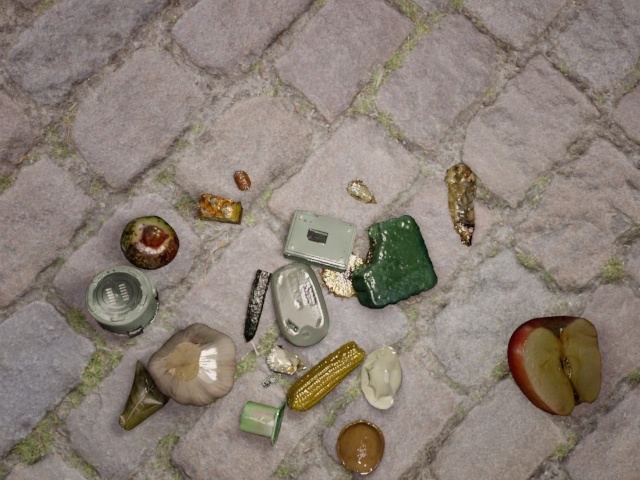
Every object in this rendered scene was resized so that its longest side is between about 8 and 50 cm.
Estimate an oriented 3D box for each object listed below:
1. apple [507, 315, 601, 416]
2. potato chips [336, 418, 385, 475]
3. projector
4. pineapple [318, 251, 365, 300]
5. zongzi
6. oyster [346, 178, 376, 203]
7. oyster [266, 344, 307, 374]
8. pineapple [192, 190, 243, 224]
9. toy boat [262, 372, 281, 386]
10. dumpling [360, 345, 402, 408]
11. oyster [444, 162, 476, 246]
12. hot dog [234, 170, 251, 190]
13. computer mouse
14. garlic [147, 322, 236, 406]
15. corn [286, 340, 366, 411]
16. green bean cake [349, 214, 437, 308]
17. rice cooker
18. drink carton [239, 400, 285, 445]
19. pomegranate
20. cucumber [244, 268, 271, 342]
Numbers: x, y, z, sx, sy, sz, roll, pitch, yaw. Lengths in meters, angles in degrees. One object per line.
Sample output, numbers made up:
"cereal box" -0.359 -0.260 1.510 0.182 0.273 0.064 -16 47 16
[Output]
"apple" 0.891 0.464 1.772 0.329 0.295 0.364 -16 90 23
"potato chips" 0.160 0.798 1.830 0.196 0.062 0.207 -25 89 2
"projector" 0.000 0.000 1.824 0.257 0.099 0.191 14 72 3
"pineapple" 0.104 0.141 1.871 0.222 0.047 0.220 0 87 -4
"zongzi" -0.719 0.596 1.792 0.205 0.094 0.204 -37 85 -3
"oyster" 0.164 -0.187 1.900 0.086 0.029 0.132 -32 92 2
"oyster" -0.139 0.467 1.844 0.146 0.045 0.121 -17 91 4
"pineapple" -0.383 -0.117 1.819 0.237 0.186 0.114 13 90 42
"toy boat" -0.189 0.544 1.843 0.083 0.038 0.038 -34 89 -3
"dumpling" 0.232 0.524 1.830 0.167 0.126 0.215 0 96 24
"oyster" 0.582 -0.147 1.898 0.129 0.078 0.344 -3 84 -11
"hot dog" -0.311 -0.238 1.879 0.058 0.035 0.083 -24 88 -4
"computer mouse" -0.080 0.250 1.837 0.198 0.095 0.330 -13 79 -4
"garlic" -0.459 0.457 1.736 0.318 0.259 0.317 -6 63 11
"corn" 0.019 0.526 1.813 0.363 0.120 0.120 -37 89 -5
"green bean cake" 0.256 0.082 1.800 0.301 0.169 0.307 -17 88 -17
"rice cooker" -0.730 0.224 1.745 0.242 0.227 0.280 -23 74 -20
"drink carton" -0.224 0.685 1.788 0.143 0.146 0.143 10 86 7
"pomegranate" -0.628 -0.001 1.753 0.215 0.248 0.214 11 68 -28
"cucumber" -0.254 0.259 1.842 0.068 0.067 0.293 14 87 -1
